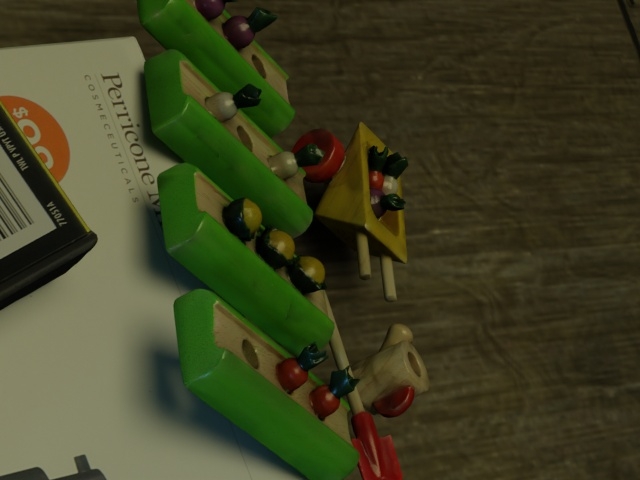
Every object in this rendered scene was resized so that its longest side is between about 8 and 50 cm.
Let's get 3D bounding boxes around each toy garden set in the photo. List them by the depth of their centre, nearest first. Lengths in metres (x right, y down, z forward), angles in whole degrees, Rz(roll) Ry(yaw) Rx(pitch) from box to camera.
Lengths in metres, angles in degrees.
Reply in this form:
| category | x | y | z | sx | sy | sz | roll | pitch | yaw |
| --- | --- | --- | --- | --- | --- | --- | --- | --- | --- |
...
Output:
| category | x | y | z | sx | sy | sz | roll | pitch | yaw |
| --- | --- | --- | --- | --- | --- | --- | --- | --- | --- |
| toy garden set | 0.000 | 0.000 | 0.864 | 0.204 | 0.049 | 0.244 | 43 | 28 | -46 |

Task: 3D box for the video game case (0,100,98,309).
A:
| category | x | y | z | sx | sy | sz | roll | pitch | yaw |
| --- | --- | --- | --- | --- | --- | --- | --- | --- | --- |
| video game case | -0.250 | -0.040 | 0.658 | 0.275 | 0.035 | 0.248 | -33 | 87 | -41 |

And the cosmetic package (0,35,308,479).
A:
| category | x | y | z | sx | sy | sz | roll | pitch | yaw |
| --- | --- | --- | --- | --- | --- | --- | --- | --- | --- |
| cosmetic package | -0.143 | 0.111 | 0.745 | 0.284 | 0.097 | 0.377 | -11 | 73 | -43 |
